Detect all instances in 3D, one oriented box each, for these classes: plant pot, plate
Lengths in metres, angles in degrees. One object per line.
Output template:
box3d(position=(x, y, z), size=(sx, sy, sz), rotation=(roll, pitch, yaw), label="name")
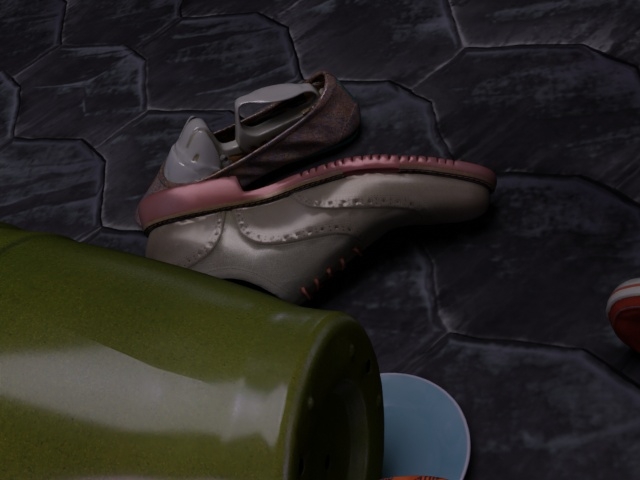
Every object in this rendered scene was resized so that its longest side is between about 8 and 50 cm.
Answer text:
box3d(position=(-0.143, 0.167, 0.912), size=(0.352, 0.366, 0.366), rotation=(1, 48, 21), label="plant pot")
box3d(position=(0.049, 0.204, 1.011), size=(0.188, 0.024, 0.188), rotation=(-15, 42, 14), label="plate")

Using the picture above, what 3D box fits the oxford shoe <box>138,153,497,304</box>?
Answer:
box3d(position=(0.000, 0.000, 1.199), size=(0.396, 0.140, 0.147), rotation=(-10, 74, 12), label="oxford shoe")

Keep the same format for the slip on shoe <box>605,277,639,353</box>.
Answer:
box3d(position=(0.350, 0.132, 0.867), size=(0.101, 0.123, 0.331), rotation=(-42, 48, -11), label="slip on shoe")

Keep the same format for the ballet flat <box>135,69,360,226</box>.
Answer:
box3d(position=(-0.106, -0.123, 1.365), size=(0.316, 0.106, 0.107), rotation=(-28, 41, -1), label="ballet flat")

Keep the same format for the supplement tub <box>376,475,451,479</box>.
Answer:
box3d(position=(0.091, 0.309, 0.620), size=(0.207, 0.338, 0.207), rotation=(-21, 27, 12), label="supplement tub")
